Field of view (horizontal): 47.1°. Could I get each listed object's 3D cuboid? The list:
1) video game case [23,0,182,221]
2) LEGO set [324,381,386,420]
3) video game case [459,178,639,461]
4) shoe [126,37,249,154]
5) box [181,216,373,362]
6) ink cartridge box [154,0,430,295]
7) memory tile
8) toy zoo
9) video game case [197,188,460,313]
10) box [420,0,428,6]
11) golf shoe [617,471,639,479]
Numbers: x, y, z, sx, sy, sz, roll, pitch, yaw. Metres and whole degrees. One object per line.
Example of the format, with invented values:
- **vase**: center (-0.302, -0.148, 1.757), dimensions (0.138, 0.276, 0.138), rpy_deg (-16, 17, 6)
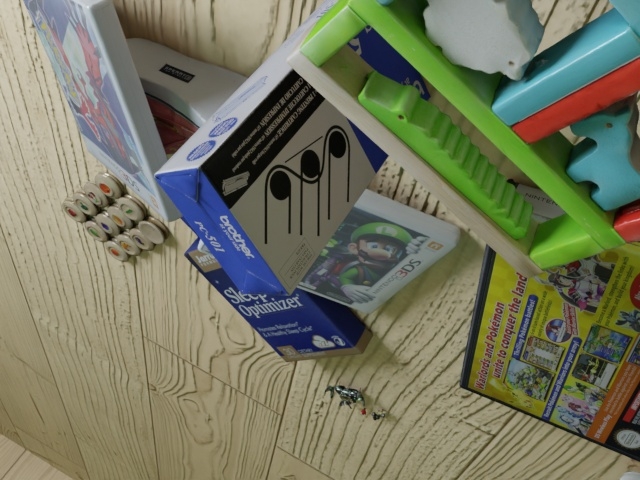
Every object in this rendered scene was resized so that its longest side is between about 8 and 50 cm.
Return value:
- **video game case**: center (-0.196, -0.133, 0.645), dimensions (0.183, 0.023, 0.201), rpy_deg (35, 148, 42)
- **LEGO set**: center (0.044, 0.197, 0.918), dimensions (0.083, 0.023, 0.054), rpy_deg (37, 150, -27)
- **video game case**: center (0.249, 0.091, 0.608), dimensions (0.248, 0.035, 0.274), rpy_deg (20, 144, 19)
- **shoe**: center (-0.107, -0.108, 0.644), dimensions (0.178, 0.063, 0.081), rpy_deg (28, 146, 19)
- **box**: center (-0.060, 0.046, 0.808), dimensions (0.136, 0.036, 0.225), rpy_deg (-17, 120, 48)
- **ink cartridge box**: center (-0.006, -0.071, 0.472), dimensions (0.046, 0.207, 0.097), rpy_deg (-3, 131, 42)
- **memory tile**: center (-0.254, -0.024, 0.902), dimensions (0.113, 0.012, 0.148), rpy_deg (47, 143, -18)
- **toy zoo**: center (0.137, -0.086, 0.295), dimensions (0.192, 0.030, 0.293), rpy_deg (39, 145, -18)
- **video game case**: center (0.000, 0.000, 0.665), dimensions (0.190, 0.022, 0.173), rpy_deg (22, 147, -14)
- **box**: center (0.079, -0.235, 0.282), dimensions (0.128, 0.122, 0.257), rpy_deg (36, 146, -4)
- **golf shoe**: center (0.376, 0.258, 0.689), dimensions (0.186, 0.067, 0.086), rpy_deg (22, 114, 21)
